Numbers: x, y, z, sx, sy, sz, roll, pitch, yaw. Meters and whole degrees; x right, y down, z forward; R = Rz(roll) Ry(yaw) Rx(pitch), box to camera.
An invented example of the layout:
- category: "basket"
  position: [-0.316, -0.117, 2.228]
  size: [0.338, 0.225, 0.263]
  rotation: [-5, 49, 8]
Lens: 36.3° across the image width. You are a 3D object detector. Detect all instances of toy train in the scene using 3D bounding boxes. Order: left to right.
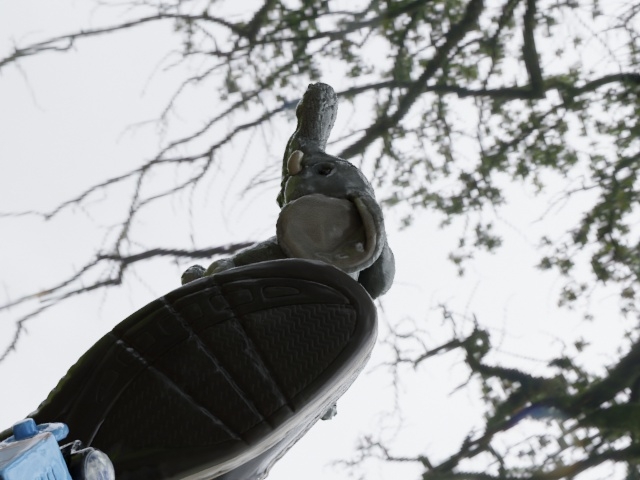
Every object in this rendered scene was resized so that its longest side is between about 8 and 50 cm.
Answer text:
- category: "toy train"
  position: [-0.198, 0.148, 0.500]
  size: [0.184, 0.105, 0.080]
  rotation: [-17, -87, 13]

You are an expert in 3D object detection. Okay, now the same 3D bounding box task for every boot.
- category: "boot"
  position: [-0.104, 0.198, 0.729]
  size: [0.138, 0.377, 0.284]
  rotation: [43, -16, 33]

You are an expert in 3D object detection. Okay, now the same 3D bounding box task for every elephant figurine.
- category: "elephant figurine"
  position: [0.000, 0.000, 0.904]
  size: [0.186, 0.239, 0.169]
  rotation: [44, -3, -20]
